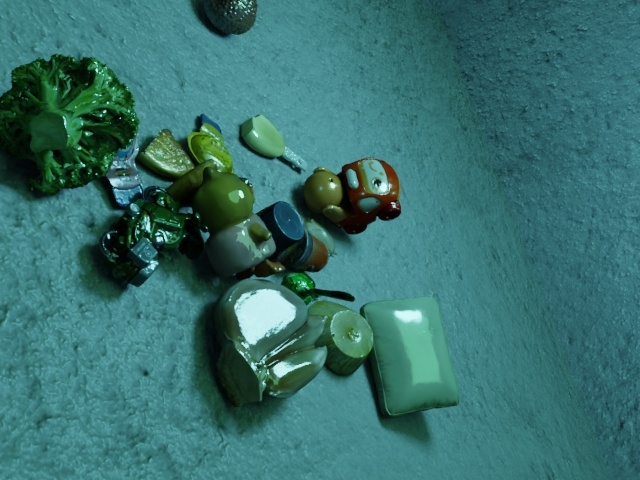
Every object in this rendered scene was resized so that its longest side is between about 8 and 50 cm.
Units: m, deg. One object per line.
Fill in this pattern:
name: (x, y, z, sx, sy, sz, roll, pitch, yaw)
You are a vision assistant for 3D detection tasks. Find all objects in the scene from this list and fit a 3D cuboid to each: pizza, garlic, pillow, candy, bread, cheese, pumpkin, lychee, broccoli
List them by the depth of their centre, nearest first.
broccoli: (-0.489, -0.229, 1.394, 0.241, 0.269, 0.261, -88, 166, -76)
cheese: (-0.457, -0.209, 1.578, 0.189, 0.074, 0.286, -16, 85, -56)
garlic: (-0.125, 0.219, 1.628, 0.279, 0.132, 0.325, 58, 34, -4)
bread: (-0.285, -0.138, 1.699, 0.054, 0.136, 0.154, 48, 26, 16)
pizza: (-0.371, -0.206, 1.724, 0.178, 0.041, 0.131, -3, 69, -55)
candy: (-0.008, 0.127, 1.726, 0.097, 0.323, 0.097, 0, 90, -29)
cheese: (-0.281, -0.238, 1.855, 0.156, 0.064, 0.250, 38, 28, -32)
pumpkin: (0.067, 0.244, 1.907, 0.217, 0.110, 0.217, 28, 49, -38)
pillow: (0.253, 0.319, 2.016, 0.255, 0.120, 0.322, -4, 72, -22)
garlic: (0.005, -0.003, 2.052, 0.152, 0.066, 0.084, 48, 32, -14)
cheese: (-0.128, -0.278, 2.114, 0.255, 0.050, 0.127, 32, 39, -39)
lychee: (-0.271, -0.709, 2.160, 0.197, 0.165, 0.165, 59, 19, -56)

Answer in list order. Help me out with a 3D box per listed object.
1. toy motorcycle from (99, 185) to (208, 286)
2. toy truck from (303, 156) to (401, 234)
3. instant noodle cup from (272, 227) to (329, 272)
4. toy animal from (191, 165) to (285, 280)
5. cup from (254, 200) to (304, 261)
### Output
toy motorcycle: (-0.346, 0.000, 1.522, 0.187, 0.125, 0.274, 42, 37, -10)
toy truck: (0.090, -0.147, 2.122, 0.239, 0.265, 0.189, 31, 39, -53)
instant noodle cup: (-0.049, 0.029, 1.918, 0.136, 0.127, 0.127, 28, 43, -53)
toy animal: (-0.205, -0.037, 1.654, 0.169, 0.195, 0.281, -24, 101, -47)
cup: (-0.127, -0.029, 1.808, 0.131, 0.155, 0.176, 46, 36, -22)
